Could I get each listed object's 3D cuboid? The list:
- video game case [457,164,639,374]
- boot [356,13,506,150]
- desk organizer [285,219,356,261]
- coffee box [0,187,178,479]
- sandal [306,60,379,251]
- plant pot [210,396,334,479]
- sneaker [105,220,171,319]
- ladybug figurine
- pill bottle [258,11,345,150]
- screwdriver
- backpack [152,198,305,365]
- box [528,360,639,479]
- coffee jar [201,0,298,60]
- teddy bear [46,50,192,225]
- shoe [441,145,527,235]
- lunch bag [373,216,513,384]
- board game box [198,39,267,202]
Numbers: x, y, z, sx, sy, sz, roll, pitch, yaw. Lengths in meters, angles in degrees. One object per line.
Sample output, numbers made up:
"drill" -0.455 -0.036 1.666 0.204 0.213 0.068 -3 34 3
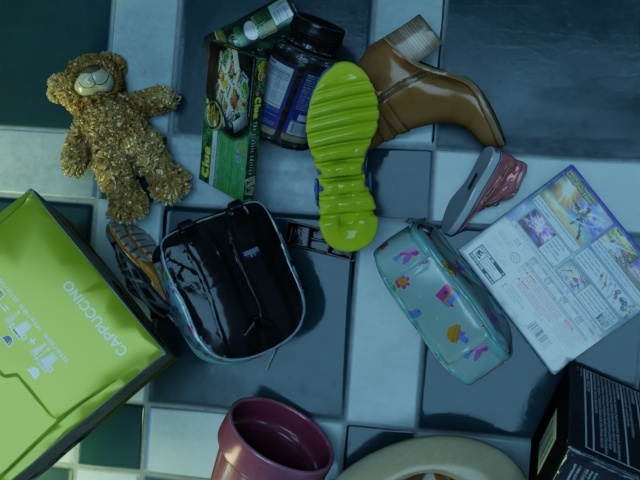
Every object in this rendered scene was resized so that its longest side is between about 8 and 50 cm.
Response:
"video game case" 0.413 0.049 1.576 0.244 0.061 0.269 -37 83 7
"boot" 0.168 -0.224 1.607 0.220 0.109 0.283 -39 94 13
"desk organizer" 0.000 0.000 1.646 0.130 0.050 0.047 14 90 9
"coffee box" -0.475 0.171 1.525 0.338 0.334 0.337 -39 86 -9
"sandal" 0.034 -0.147 1.577 0.126 0.138 0.317 1 104 -4
"plant pot" -0.104 0.400 1.584 0.201 0.201 0.180 31 108 9
"sneaker" -0.332 0.054 1.684 0.083 0.084 0.215 -46 73 27
"ladybug figurine" 0.145 0.496 1.548 0.449 0.162 0.305 -30 84 6
"pill bottle" -0.039 -0.277 1.598 0.123 0.123 0.219 26 110 9
"screwdriver" -0.067 0.159 1.666 0.025 0.024 0.170 27 94 -21
"backpack" -0.153 0.086 1.578 0.225 0.191 0.253 -23 81 -21
"box" 0.486 0.372 1.414 0.294 0.296 0.182 22 112 8
"coffee jar" -0.120 -0.366 1.657 0.184 0.096 0.079 -26 87 7
"teddy bear" -0.371 -0.195 1.682 0.245 0.113 0.338 -11 86 6
"shoe" 0.286 -0.074 1.599 0.081 0.063 0.178 20 113 -20
"lunch bag" 0.207 0.088 1.528 0.108 0.224 0.279 -36 88 17
"board game box" -0.156 -0.207 1.607 0.136 0.030 0.259 29 121 38
